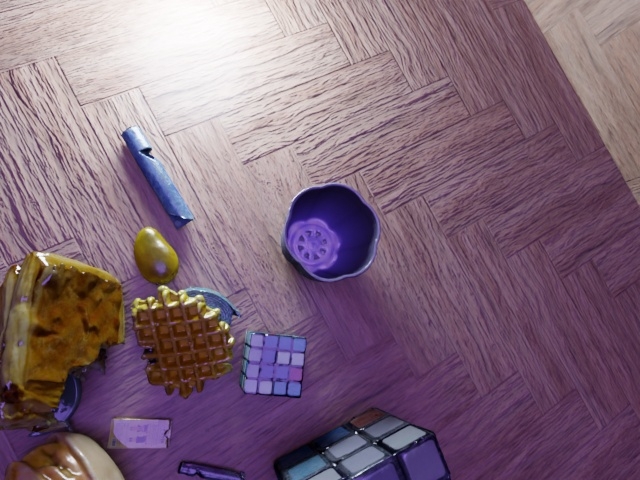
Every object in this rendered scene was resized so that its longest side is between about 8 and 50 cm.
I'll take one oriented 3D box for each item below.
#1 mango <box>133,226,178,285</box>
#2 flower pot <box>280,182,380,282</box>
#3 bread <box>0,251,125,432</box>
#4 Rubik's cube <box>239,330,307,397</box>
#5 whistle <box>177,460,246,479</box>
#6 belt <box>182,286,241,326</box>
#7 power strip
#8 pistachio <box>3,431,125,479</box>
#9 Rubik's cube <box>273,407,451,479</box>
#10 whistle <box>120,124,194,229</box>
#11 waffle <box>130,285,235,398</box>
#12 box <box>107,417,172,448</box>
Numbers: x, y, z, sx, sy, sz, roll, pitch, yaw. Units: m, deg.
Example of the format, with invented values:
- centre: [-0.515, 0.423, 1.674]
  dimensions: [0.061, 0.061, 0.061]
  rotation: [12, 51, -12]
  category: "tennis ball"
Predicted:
- centre: [-0.445, 0.041, 1.214]
  dimensions: [0.103, 0.076, 0.161]
  rotation: [-24, 84, -14]
  category: "mango"
- centre: [0.000, 0.000, 1.260]
  dimensions: [0.265, 0.243, 0.264]
  rotation: [4, 77, -17]
  category: "flower pot"
- centre: [-0.607, 0.232, 1.011]
  dimensions: [0.192, 0.314, 0.369]
  rotation: [-9, 68, 11]
  category: "bread"
- centre: [-0.130, 0.327, 1.209]
  dimensions: [0.151, 0.155, 0.154]
  rotation: [9, 77, -12]
  category: "Rubik's cube"
- centre: [-0.283, 0.609, 1.178]
  dimensions: [0.177, 0.033, 0.033]
  rotation: [17, 76, -12]
  category: "whistle"
- centre: [-0.320, 0.197, 1.215]
  dimensions: [0.163, 0.082, 0.147]
  rotation: [44, 84, -10]
  category: "belt"
- centre: [-0.661, 0.384, 1.106]
  dimensions: [0.137, 0.044, 0.215]
  rotation: [-18, 85, -19]
  category: "power strip"
- centre: [-0.564, 0.594, 1.014]
  dimensions: [0.230, 0.230, 0.308]
  rotation: [-38, 88, -19]
  category: "pistachio"
- centre: [0.122, 0.673, 1.114]
  dimensions: [0.362, 0.363, 0.358]
  rotation: [-22, 85, -20]
  category: "Rubik's cube"
- centre: [-0.454, -0.175, 1.258]
  dimensions: [0.062, 0.062, 0.304]
  rotation: [-31, 90, -19]
  category: "whistle"
- centre: [-0.361, 0.267, 1.145]
  dimensions: [0.309, 0.065, 0.283]
  rotation: [38, 100, -13]
  category: "waffle"
- centre: [-0.461, 0.494, 1.155]
  dimensions: [0.149, 0.020, 0.073]
  rotation: [8, 77, -14]
  category: "box"
